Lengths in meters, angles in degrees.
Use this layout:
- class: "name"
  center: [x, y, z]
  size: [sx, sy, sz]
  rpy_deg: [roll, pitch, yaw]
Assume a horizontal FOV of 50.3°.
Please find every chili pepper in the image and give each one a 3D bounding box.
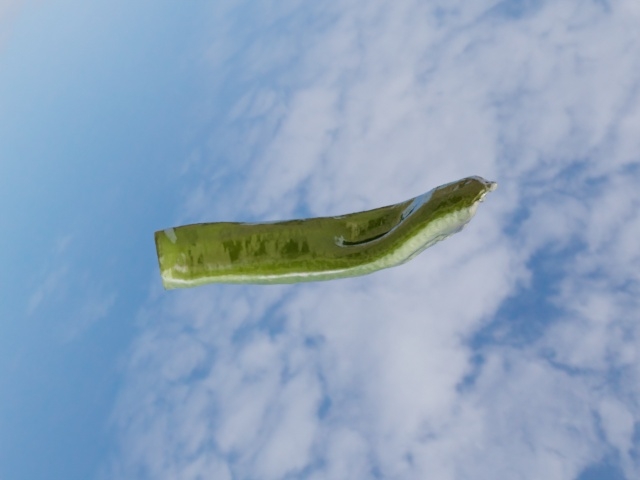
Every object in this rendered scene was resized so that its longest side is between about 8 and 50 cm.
- class: "chili pepper"
  center: [0.000, 0.000, 0.391]
  size: [0.202, 0.050, 0.052]
  rpy_deg: [-9, -160, 12]
